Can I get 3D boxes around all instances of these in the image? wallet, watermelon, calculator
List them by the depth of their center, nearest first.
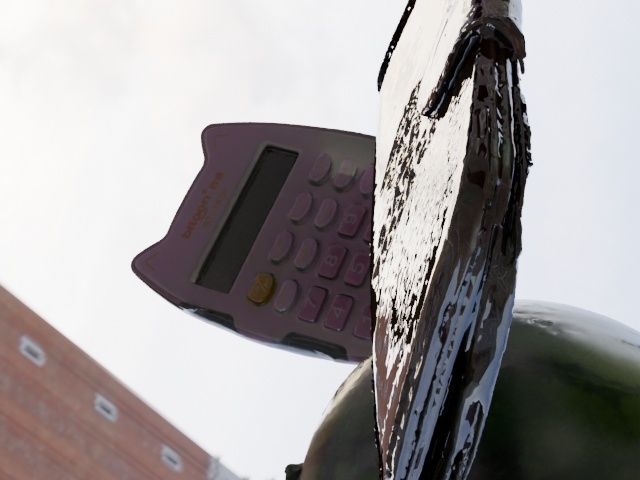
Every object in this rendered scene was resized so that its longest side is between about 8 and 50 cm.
[{"bbox_3d":[0.044,-0.037,0.448,0.031,0.137,0.255,11,-143,-5],"label":"wallet"},{"bbox_3d":[0.106,0.147,0.651,0.242,0.242,0.242,-22,-136,23],"label":"watermelon"},{"bbox_3d":[0.000,0.001,1.015,0.294,0.043,0.194,15,-113,29],"label":"calculator"}]
